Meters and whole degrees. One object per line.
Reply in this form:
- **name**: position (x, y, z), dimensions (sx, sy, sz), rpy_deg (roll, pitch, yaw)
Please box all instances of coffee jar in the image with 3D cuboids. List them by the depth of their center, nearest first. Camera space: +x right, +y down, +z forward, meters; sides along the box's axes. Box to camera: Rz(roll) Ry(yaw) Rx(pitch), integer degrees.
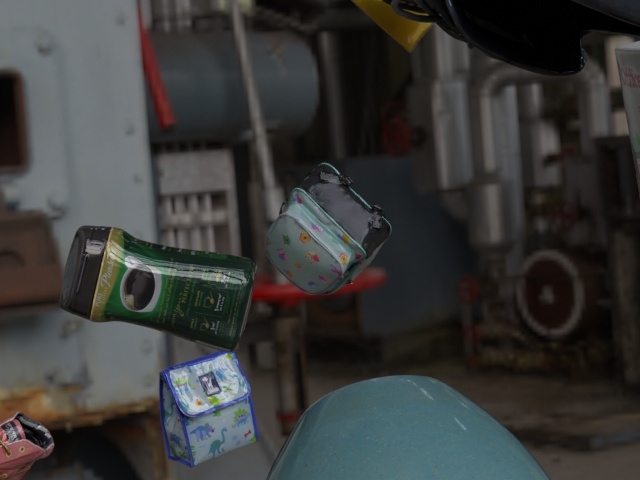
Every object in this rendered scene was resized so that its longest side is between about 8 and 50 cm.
- **coffee jar**: position (-0.161, 0.045, 1.389), dimensions (0.184, 0.096, 0.079), rpy_deg (14, 4, -6)

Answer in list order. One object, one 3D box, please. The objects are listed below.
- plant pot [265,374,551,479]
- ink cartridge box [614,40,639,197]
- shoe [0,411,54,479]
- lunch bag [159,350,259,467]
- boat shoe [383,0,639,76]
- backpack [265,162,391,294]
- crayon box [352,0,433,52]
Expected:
- **plant pot**: position (0.065, 0.227, 1.162), dimensions (0.290, 0.195, 0.290), rpy_deg (-9, -30, -5)
- **ink cartridge box**: position (0.347, -0.043, 1.199), dimensions (0.117, 0.278, 0.201), rpy_deg (-12, 8, 1)
- **shoe**: position (-0.331, 0.202, 1.373), dimensions (0.081, 0.063, 0.178), rpy_deg (-40, -23, 6)
- **lunch bag**: position (-0.174, 0.252, 2.146), dimensions (0.129, 0.151, 0.096), rpy_deg (-16, 11, -34)
- **boat shoe**: position (0.150, -0.215, 1.111), dimensions (0.186, 0.156, 0.500), rpy_deg (15, -1, -24)
- **backpack**: position (0.000, 0.000, 2.178), dimensions (0.144, 0.166, 0.188), rpy_deg (-47, -5, -28)
- **crayon box**: position (0.091, -0.361, 1.433), dimensions (0.318, 0.202, 0.081), rpy_deg (-53, 13, -19)
